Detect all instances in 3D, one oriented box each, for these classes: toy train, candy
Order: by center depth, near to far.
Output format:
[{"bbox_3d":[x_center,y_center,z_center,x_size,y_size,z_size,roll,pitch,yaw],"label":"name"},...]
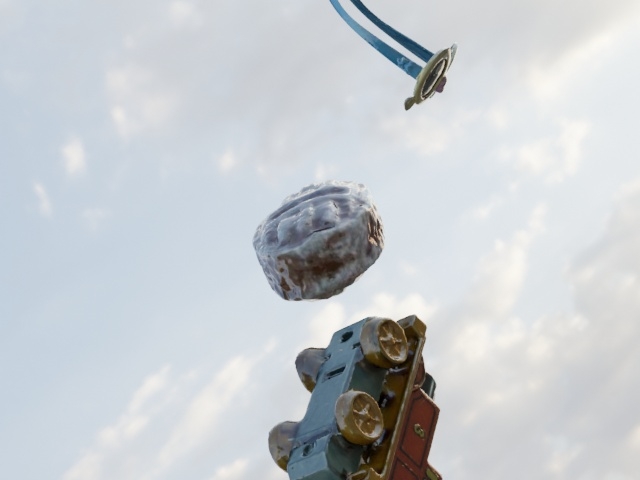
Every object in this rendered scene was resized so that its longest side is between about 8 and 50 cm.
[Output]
[{"bbox_3d":[0.067,0.272,1.891,0.163,0.231,0.369,-26,28,35],"label":"toy train"},{"bbox_3d":[0.000,0.000,2.247,0.214,0.157,0.289,-19,18,10],"label":"candy"}]

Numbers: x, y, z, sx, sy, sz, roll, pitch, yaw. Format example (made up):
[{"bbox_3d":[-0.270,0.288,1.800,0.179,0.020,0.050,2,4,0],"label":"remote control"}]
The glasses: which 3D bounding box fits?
[{"bbox_3d":[0.095,-0.282,1.743,0.088,0.220,0.189,-36,1,17],"label":"glasses"}]
